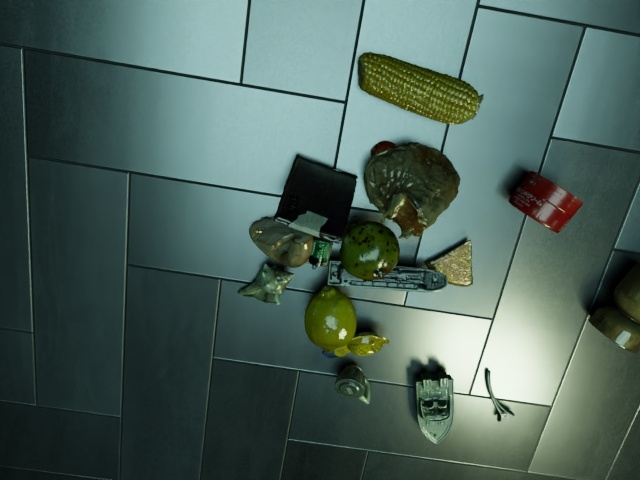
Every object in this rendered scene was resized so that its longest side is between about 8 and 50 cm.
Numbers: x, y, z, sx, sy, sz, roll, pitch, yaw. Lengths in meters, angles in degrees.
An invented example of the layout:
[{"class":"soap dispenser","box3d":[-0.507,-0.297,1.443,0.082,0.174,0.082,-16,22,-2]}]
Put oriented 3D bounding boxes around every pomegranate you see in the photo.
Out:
[{"class":"pomegranate","box3d":[0.138,0.027,1.574,0.198,0.246,0.198,-16,114,-40]}]

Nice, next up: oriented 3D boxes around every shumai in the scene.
[{"class":"shumai","box3d":[0.306,-0.139,1.487,0.314,0.262,0.267,-1,123,-9]}]

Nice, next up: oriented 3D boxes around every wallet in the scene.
[{"class":"wallet","box3d":[-0.009,-0.135,1.527,0.221,0.262,0.071,21,149,-8]}]

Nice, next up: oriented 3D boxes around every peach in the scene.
[{"class":"peach","box3d":[0.206,-0.277,1.567,0.083,0.050,0.077,-18,109,3]}]

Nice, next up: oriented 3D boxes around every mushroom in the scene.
[{"class":"mushroom","box3d":[-0.113,0.021,1.589,0.156,0.286,0.151,-37,123,-31]}]

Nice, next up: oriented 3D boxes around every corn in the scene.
[{"class":"corn","box3d":[0.288,-0.448,1.461,0.387,0.144,0.144,16,109,-2]}]

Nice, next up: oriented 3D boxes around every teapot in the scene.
[{"class":"teapot","box3d":[0.133,0.522,1.815,0.149,0.108,0.111,21,127,2]}]

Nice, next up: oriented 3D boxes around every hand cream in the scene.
[{"class":"hand cream","box3d":[0.707,-0.122,1.544,0.193,0.193,0.125,29,106,-9]}]

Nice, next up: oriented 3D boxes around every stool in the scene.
[{"class":"stool","box3d":[1.082,0.227,1.670,0.179,0.179,0.264,29,107,-9]}]

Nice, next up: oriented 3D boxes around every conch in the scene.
[{"class":"conch","box3d":[-0.169,0.152,1.698,0.137,0.114,0.234,44,140,-3]}]

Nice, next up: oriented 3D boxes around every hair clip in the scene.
[{"class":"hair clip","box3d":[0.671,0.595,1.877,0.070,0.039,0.229,-25,106,10]}]

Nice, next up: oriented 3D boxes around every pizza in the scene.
[{"class":"pizza","box3d":[0.462,0.069,1.694,0.185,0.036,0.176,14,107,-3]}]

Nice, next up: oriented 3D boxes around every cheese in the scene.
[{"class":"cheese","box3d":[0.126,0.386,1.780,0.250,0.064,0.156,-19,143,16]}]

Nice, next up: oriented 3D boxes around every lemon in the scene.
[{"class":"lemon","box3d":[0.035,0.267,1.692,0.184,0.184,0.248,0,106,0]}]

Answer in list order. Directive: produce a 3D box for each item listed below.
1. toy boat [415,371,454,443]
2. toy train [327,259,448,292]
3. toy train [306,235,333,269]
[{"class":"toy boat","box3d":[0.438,0.644,1.866,0.141,0.092,0.319,-5,110,4]},{"class":"toy train","box3d":[0.227,0.125,1.684,0.407,0.088,0.086,5,89,-2]},{"class":"toy train","box3d":[0.000,0.000,1.620,0.091,0.136,0.227,12,107,-4]}]
